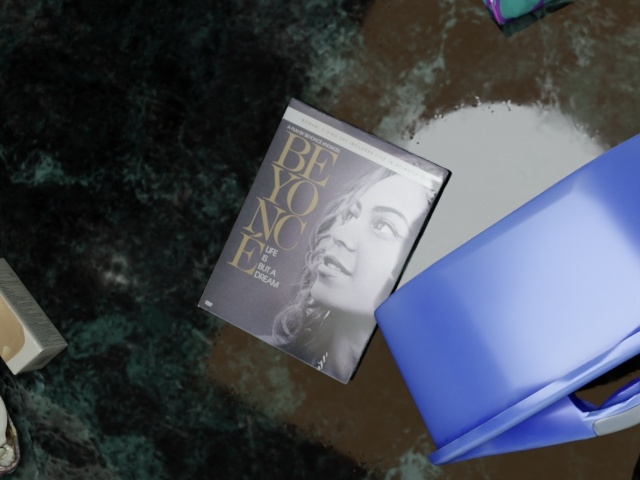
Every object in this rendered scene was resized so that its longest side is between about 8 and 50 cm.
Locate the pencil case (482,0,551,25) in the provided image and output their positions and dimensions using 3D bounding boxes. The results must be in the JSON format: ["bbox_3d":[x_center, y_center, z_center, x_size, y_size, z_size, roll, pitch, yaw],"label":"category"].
[{"bbox_3d":[0.207,-0.244,0.953,0.151,0.070,0.064,-25,86,14],"label":"pencil case"}]

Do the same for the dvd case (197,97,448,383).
[{"bbox_3d":[0.000,0.000,1.037,0.164,0.018,0.221,27,97,12],"label":"dvd case"}]

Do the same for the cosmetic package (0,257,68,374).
[{"bbox_3d":[-0.309,0.074,1.095,0.041,0.060,0.115,-40,81,10],"label":"cosmetic package"}]

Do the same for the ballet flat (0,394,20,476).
[{"bbox_3d":[-0.349,0.131,1.077,0.079,0.077,0.222,-14,104,46],"label":"ballet flat"}]

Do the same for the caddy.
[{"bbox_3d":[0.213,0.059,0.869,0.341,0.241,0.179,-35,76,19],"label":"caddy"}]
